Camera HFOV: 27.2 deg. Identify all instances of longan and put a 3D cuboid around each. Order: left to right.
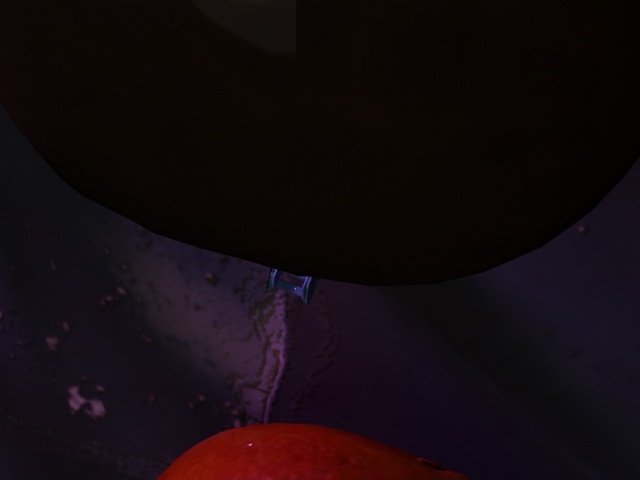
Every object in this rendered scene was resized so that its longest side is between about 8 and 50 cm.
[{"bbox_3d":[0.015,-0.167,0.570,0.336,0.404,0.405,19,129,44],"label":"longan"}]

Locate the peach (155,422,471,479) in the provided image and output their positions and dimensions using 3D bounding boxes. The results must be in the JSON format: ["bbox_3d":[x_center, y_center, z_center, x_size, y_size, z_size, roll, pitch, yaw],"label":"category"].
[{"bbox_3d":[-0.010,0.304,0.926,0.372,0.290,0.373,10,115,23],"label":"peach"}]

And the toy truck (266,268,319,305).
[{"bbox_3d":[0.000,0.000,0.865,0.056,0.090,0.073,21,127,20],"label":"toy truck"}]
